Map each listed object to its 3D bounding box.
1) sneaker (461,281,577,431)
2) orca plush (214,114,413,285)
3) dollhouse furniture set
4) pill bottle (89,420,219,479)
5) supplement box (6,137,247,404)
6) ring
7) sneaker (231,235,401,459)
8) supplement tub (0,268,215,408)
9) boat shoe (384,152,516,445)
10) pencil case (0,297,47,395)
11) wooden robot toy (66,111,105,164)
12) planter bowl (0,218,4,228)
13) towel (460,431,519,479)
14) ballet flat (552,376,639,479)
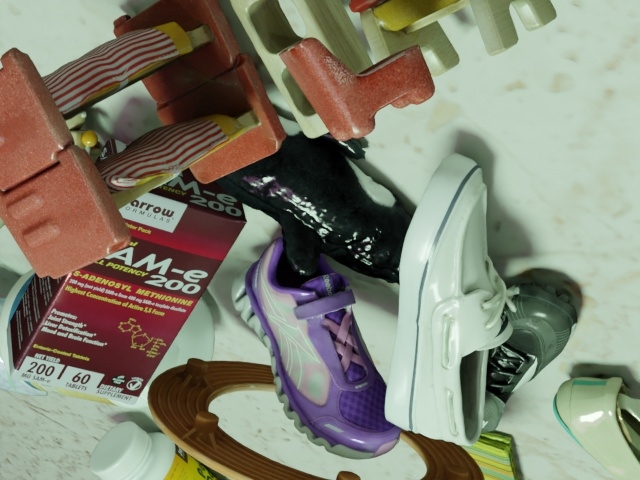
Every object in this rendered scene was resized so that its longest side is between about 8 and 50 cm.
[{"bbox_3d":[0.152,0.120,1.158,0.078,0.106,0.234,31,149,-5],"label":"sneaker"},{"bbox_3d":[0.000,0.000,1.108,0.287,0.102,0.151,44,145,-25],"label":"orca plush"},{"bbox_3d":[-0.062,-0.120,0.879,0.374,0.201,0.152,-21,101,43],"label":"dollhouse furniture set"},{"bbox_3d":[-0.207,0.338,1.745,0.117,0.117,0.215,-10,132,46],"label":"pill bottle"},{"bbox_3d":[-0.181,0.034,1.186,0.130,0.073,0.239,17,122,-28],"label":"supplement box"},{"bbox_3d":[0.001,0.178,1.246,0.337,0.032,0.336,15,-167,-4],"label":"ring"},{"bbox_3d":[0.002,0.086,1.177,0.236,0.095,0.104,57,140,29],"label":"sneaker"},{"bbox_3d":[-0.229,0.102,1.395,0.200,0.144,0.144,6,142,33],"label":"supplement tub"},{"bbox_3d":[0.113,0.057,1.052,0.088,0.096,0.267,20,121,21],"label":"boat shoe"},{"bbox_3d":[-0.434,0.106,1.523,0.273,0.113,0.124,9,127,-7],"label":"pencil case"},{"bbox_3d":[-0.234,-0.103,1.205,0.173,0.076,0.079,9,109,29],"label":"wooden robot toy"},{"bbox_3d":[-0.394,-0.051,1.339,0.162,0.109,0.162,21,148,13],"label":"planter bowl"},{"bbox_3d":[0.180,0.272,1.442,0.102,0.021,0.237,17,148,29],"label":"towel"},{"bbox_3d":[0.312,0.210,1.199,0.248,0.086,0.086,45,145,-24],"label":"ballet flat"}]
